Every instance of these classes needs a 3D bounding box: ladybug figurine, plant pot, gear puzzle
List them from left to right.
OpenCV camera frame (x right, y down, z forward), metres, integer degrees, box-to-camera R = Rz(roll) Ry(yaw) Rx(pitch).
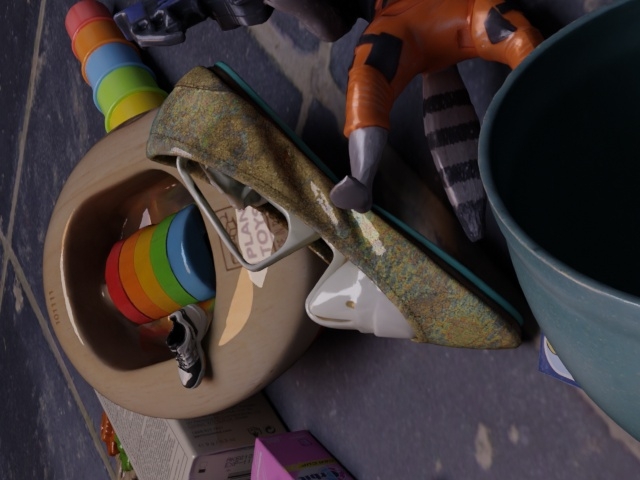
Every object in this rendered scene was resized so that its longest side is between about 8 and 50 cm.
[{"bbox_3d":[-0.261,0.254,1.601,0.339,0.044,0.175,-101,27,-44],"label":"gear puzzle"},{"bbox_3d":[-0.116,0.019,1.243,0.449,0.162,0.305,-15,85,47],"label":"ladybug figurine"},{"bbox_3d":[0.239,0.015,0.605,0.293,0.293,0.196,41,155,50],"label":"plant pot"}]

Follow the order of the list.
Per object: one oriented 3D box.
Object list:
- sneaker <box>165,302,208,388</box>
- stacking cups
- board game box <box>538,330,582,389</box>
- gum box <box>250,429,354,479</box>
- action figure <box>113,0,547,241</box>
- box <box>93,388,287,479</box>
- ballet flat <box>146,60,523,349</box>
[{"bbox_3d":[-0.126,0.098,1.122,0.032,0.037,0.083,18,114,40],"label":"sneaker"},{"bbox_3d":[-0.253,-0.212,1.575,0.316,0.096,0.096,60,142,41],"label":"stacking cups"},{"bbox_3d":[0.228,0.049,0.828,0.201,0.035,0.136,19,110,58],"label":"board game box"},{"bbox_3d":[-0.027,0.306,1.273,0.107,0.062,0.188,37,125,53],"label":"gum box"},{"bbox_3d":[0.030,-0.161,0.963,0.178,0.341,0.330,57,-164,-57],"label":"action figure"},{"bbox_3d":[-0.164,0.185,1.434,0.311,0.121,0.148,53,138,43],"label":"box"},{"bbox_3d":[0.000,0.000,0.995,0.348,0.123,0.123,41,137,8],"label":"ballet flat"}]
